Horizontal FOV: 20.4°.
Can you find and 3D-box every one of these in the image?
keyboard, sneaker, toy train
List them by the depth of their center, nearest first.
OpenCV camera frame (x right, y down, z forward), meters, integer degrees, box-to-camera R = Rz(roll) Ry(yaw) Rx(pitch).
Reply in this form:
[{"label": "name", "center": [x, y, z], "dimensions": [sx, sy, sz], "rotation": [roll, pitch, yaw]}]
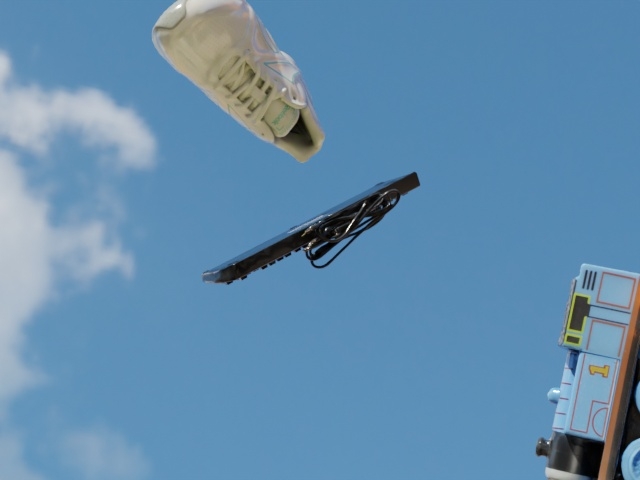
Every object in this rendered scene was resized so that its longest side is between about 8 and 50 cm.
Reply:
[{"label": "sneaker", "center": [-0.038, -0.092, 0.999], "dimensions": [0.053, 0.061, 0.152], "rotation": [-41, -31, 10]}, {"label": "toy train", "center": [0.216, 0.105, 1.269], "dimensions": [0.105, 0.184, 0.080], "rotation": [11, -3, 15]}, {"label": "keyboard", "center": [0.000, 0.000, 1.478], "dimensions": [0.038, 0.192, 0.100], "rotation": [64, -21, -5]}]
